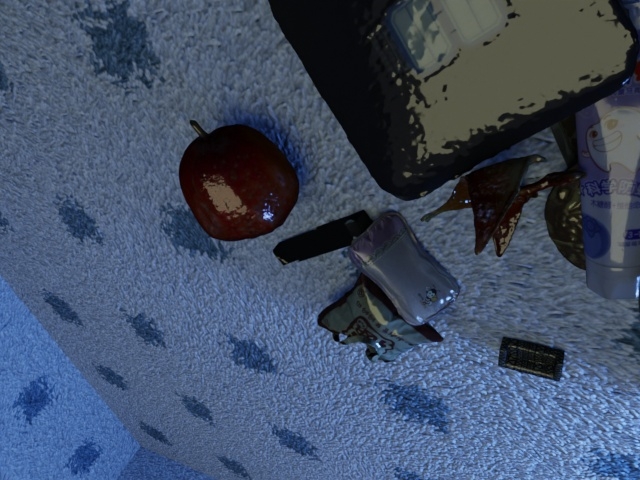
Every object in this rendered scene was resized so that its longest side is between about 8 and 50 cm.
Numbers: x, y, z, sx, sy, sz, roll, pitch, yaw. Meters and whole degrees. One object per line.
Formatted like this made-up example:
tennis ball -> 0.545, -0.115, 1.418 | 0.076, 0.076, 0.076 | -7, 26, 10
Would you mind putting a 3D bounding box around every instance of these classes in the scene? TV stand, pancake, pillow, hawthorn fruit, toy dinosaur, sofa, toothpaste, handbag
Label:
TV stand -> 0.000, 0.000, 1.032 | 0.257, 0.040, 0.049 | -18, 117, 42
pancake -> 0.448, -0.039, 0.687 | 0.250, 0.031, 0.249 | 18, 133, 20
pillow -> 0.161, 0.059, 0.944 | 0.232, 0.131, 0.038 | 49, 180, -12
hawthorn fruit -> -0.159, -0.119, 0.914 | 0.215, 0.215, 0.249 | -11, 117, 39
toy dinosaur -> 0.248, -0.029, 0.696 | 0.207, 0.112, 0.327 | -10, 171, -4
sofa -> 0.421, 0.237, 0.987 | 0.118, 0.039, 0.060 | 10, 133, 25
toothpaste -> 0.378, -0.099, 0.619 | 0.125, 0.080, 0.370 | 5, 120, 33
handbag -> 0.120, 0.183, 1.064 | 0.213, 0.127, 0.235 | 35, 141, -4

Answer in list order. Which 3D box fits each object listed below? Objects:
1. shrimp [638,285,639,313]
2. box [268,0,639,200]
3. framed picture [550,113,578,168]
shrimp -> 0.497, 0.044, 0.555 | 0.247, 0.085, 0.359 | -11, 96, 36
box -> 0.137, -0.258, 0.595 | 0.350, 0.091, 0.359 | -29, 97, 38
framed picture -> 0.433, -0.123, 0.655 | 0.197, 0.014, 0.252 | -14, 120, 41
